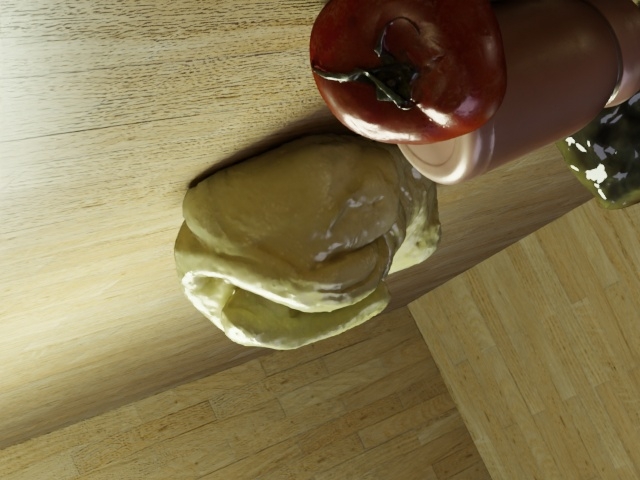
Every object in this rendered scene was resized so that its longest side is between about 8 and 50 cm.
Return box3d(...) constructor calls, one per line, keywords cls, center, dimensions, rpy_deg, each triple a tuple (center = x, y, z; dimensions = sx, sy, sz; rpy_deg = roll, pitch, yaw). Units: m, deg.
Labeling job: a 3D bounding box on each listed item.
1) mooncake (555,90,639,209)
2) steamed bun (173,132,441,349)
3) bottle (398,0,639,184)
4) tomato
box3d(cls="mooncake", center=(0.496, -0.210, 1.860), dimensions=(0.394, 0.246, 0.393), rpy_deg=(-27, 170, 20))
box3d(cls="steamed bun", center=(-0.005, 0.003, 1.752), dimensions=(0.325, 0.230, 0.372), rpy_deg=(-38, 163, 22))
box3d(cls="bottle", center=(0.220, -0.192, 1.514), dimensions=(0.297, 0.173, 0.206), rpy_deg=(-24, -158, -25))
box3d(cls="tomato", center=(0.083, -0.168, 1.226), dimensions=(0.187, 0.187, 0.151), rpy_deg=(-31, -168, 27))
